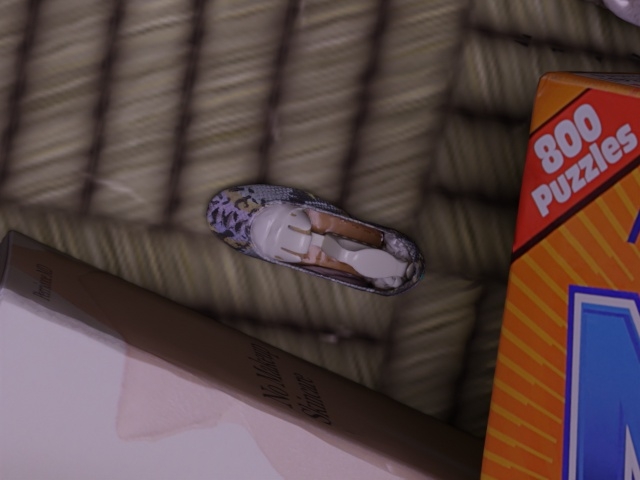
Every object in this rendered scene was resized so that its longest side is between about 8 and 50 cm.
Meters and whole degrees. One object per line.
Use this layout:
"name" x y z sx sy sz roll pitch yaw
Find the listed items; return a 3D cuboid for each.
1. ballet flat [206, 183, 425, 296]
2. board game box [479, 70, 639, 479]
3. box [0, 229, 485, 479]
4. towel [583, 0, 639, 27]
"ballet flat" 0.000 0.000 0.889 0.114 0.041 0.041 17 99 -10
"board game box" 0.310 0.135 0.727 0.356 0.357 0.356 -4 105 -44
"box" -0.035 0.122 0.858 0.311 0.148 0.121 25 97 -13
"towel" 0.264 -0.171 0.827 0.282 0.049 0.187 12 102 17
